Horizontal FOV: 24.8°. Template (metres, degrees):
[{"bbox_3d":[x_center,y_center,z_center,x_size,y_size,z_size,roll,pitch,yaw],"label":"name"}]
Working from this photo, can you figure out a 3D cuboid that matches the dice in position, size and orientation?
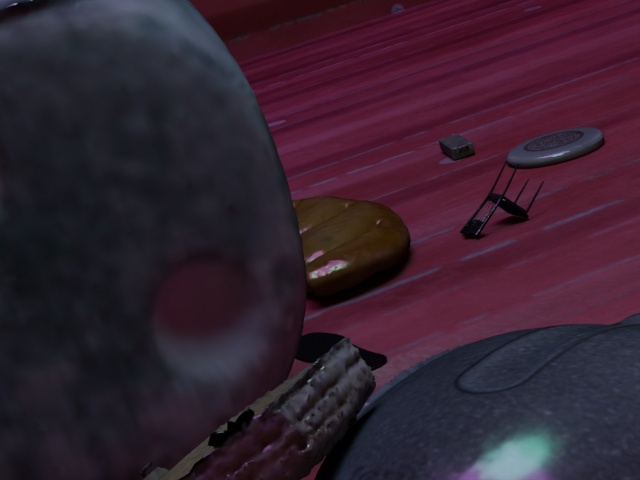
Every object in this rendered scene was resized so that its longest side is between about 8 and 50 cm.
[{"bbox_3d":[-0.229,-0.001,1.046,0.330,0.348,0.328,-21,13,-27],"label":"dice"}]

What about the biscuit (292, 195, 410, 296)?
[{"bbox_3d":[0.004,-0.001,1.418,0.154,0.045,0.299,-19,14,-20],"label":"biscuit"}]

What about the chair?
[{"bbox_3d":[0.172,-0.030,1.374,0.086,0.042,0.037,-55,21,-7],"label":"chair"}]

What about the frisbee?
[{"bbox_3d":[0.257,-0.103,1.599,0.110,0.014,0.110,-15,14,4],"label":"frisbee"}]

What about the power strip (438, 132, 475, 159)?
[{"bbox_3d":[0.162,-0.113,1.736,0.027,0.017,0.083,-16,14,-5],"label":"power strip"}]

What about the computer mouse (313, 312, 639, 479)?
[{"bbox_3d":[0.121,0.103,0.727,0.203,0.114,0.374,-6,16,38],"label":"computer mouse"}]

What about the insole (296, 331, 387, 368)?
[{"bbox_3d":[0.011,0.088,1.143,0.045,0.002,0.135,-23,15,-24],"label":"insole"}]

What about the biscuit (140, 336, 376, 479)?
[{"bbox_3d":[-0.084,0.144,0.737,0.250,0.046,0.147,-39,0,34],"label":"biscuit"}]
